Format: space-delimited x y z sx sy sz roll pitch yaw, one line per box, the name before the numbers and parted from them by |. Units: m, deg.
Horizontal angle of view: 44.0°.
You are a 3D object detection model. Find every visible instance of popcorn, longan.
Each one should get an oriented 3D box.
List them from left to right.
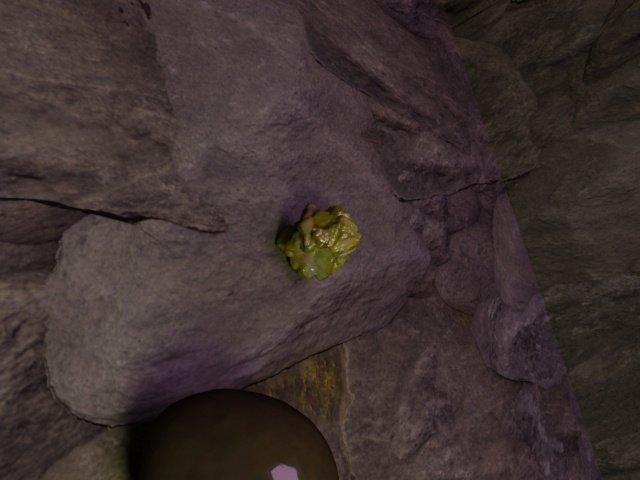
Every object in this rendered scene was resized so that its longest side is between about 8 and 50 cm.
longan | -0.104 0.311 1.003 0.258 0.258 0.258 35 45 -44
popcorn | 0.000 0.000 1.432 0.126 0.145 0.125 44 44 -24
